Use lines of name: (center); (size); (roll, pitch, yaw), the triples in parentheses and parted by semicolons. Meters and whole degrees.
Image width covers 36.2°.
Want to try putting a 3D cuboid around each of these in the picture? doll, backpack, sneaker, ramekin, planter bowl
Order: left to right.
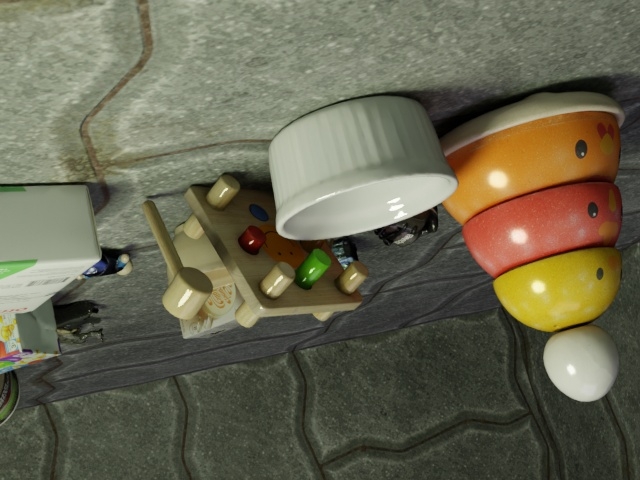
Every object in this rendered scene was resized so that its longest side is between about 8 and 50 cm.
sneaker: (-0.567, 0.174, 2.169); (0.170, 0.051, 0.089); (-12, 163, -26)
doll: (-0.406, 0.043, 1.796); (0.129, 0.046, 0.189); (-18, 166, 22)
planter bowl: (-0.208, 0.021, 1.777); (0.162, 0.109, 0.162); (-14, 167, -3)
backpack: (0.025, 0.051, 2.222); (0.114, 0.084, 0.105); (-14, 165, 12)
ramekin: (0.054, -0.107, 1.456); (0.277, 0.135, 0.277); (-14, 167, -3)
sneaker: (0.118, -0.055, 1.754); (0.276, 0.135, 0.097); (0, 163, -44)

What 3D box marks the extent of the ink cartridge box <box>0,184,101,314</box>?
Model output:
ink cartridge box: (-0.485, 0.024, 1.450); (0.211, 0.122, 0.289); (-4, 164, -38)

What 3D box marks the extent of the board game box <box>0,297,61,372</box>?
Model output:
board game box: (-0.676, 0.194, 1.926); (0.275, 0.142, 0.144); (-18, 167, 14)

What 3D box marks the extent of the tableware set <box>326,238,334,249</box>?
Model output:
tableware set: (0.000, 0.000, 1.796); (0.128, 0.194, 0.039); (-23, 120, 35)

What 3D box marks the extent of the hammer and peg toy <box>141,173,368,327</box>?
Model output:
hammer and peg toy: (-0.109, 0.008, 1.555); (0.361, 0.266, 0.127); (2, 138, -49)

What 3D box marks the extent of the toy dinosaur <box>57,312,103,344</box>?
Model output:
toy dinosaur: (-0.581, 0.209, 2.297); (0.118, 0.064, 0.268); (-8, 164, 1)

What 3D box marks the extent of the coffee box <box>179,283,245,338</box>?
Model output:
coffee box: (-0.192, 0.112, 2.123); (0.246, 0.141, 0.098); (-23, 165, 29)

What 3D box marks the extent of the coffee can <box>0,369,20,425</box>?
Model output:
coffee can: (-0.813, 0.335, 2.255); (0.201, 0.202, 0.275); (-12, 168, -12)

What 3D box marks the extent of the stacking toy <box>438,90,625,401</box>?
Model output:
stacking toy: (0.386, 0.026, 1.610); (0.350, 0.480, 0.350); (-14, 168, -3)
